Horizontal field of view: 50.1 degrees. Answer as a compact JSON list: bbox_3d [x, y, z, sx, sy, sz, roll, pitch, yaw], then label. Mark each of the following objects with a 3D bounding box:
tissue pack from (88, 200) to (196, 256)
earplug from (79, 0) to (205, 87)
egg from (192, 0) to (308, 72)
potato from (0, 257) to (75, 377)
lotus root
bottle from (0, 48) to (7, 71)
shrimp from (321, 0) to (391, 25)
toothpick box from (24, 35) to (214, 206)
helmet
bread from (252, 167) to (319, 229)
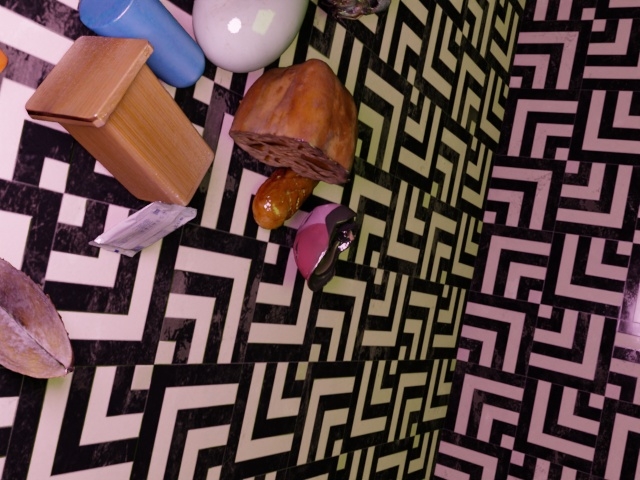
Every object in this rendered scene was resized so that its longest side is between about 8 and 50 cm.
[{"bbox_3d":[-0.351,-0.022,1.371,0.123,0.193,0.026,23,42,-58],"label":"tissue pack"},{"bbox_3d":[-0.326,-0.396,1.345,0.273,0.133,0.132,37,67,-59],"label":"earplug"},{"bbox_3d":[-0.143,-0.523,1.496,0.230,0.230,0.370,60,43,-46],"label":"egg"},{"bbox_3d":[-0.545,0.135,1.202,0.261,0.100,0.120,59,10,-28],"label":"potato"},{"bbox_3d":[-0.046,-0.281,1.671,0.316,0.316,0.249,42,58,-54],"label":"lotus root"},{"bbox_3d":[-0.564,-0.328,1.039,0.069,0.069,0.187,-62,142,-26],"label":"bottle"},{"bbox_3d":[0.097,-0.695,1.889,0.172,0.137,0.372,-51,171,34],"label":"shrimp"},{"bbox_3d":[-0.355,-0.210,1.302,0.190,0.188,0.308,-66,149,-23],"label":"toothpick box"},{"bbox_3d":[0.000,0.000,1.945,0.253,0.154,0.198,-46,158,-17],"label":"helmet"},{"bbox_3d":[-0.067,-0.152,1.854,0.344,0.084,0.124,-49,137,-41],"label":"bread"}]
